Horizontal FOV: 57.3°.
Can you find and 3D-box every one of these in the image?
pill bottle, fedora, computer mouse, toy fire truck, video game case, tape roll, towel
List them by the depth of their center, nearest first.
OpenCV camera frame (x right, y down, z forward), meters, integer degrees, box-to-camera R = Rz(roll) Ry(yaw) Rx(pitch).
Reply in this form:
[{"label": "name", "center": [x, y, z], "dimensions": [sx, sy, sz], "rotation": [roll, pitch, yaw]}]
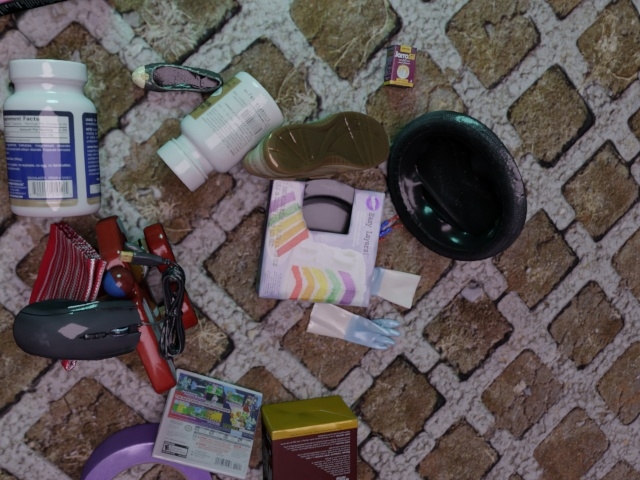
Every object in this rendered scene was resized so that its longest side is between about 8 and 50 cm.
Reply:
[{"label": "computer mouse", "center": [-0.334, 0.106, 0.914], "dimensions": [0.262, 0.060, 0.184], "rotation": [6, 100, -20]}, {"label": "towel", "center": [-0.458, 0.087, 1.042], "dimensions": [0.031, 0.275, 0.198], "rotation": [14, 96, -39]}, {"label": "pill bottle", "center": [-0.476, -0.180, 1.043], "dimensions": [0.153, 0.153, 0.264], "rotation": [-1, 100, -16]}, {"label": "toy fire truck", "center": [-0.336, 0.105, 1.082], "dimensions": [0.169, 0.254, 0.302], "rotation": [-21, 105, -13]}, {"label": "pill bottle", "center": [-0.195, -0.206, 1.133], "dimensions": [0.229, 0.131, 0.131], "rotation": [-42, 108, -6]}, {"label": "video game case", "center": [-0.233, 0.385, 1.232], "dimensions": [0.201, 0.023, 0.183], "rotation": [22, 56, -19]}, {"label": "tape roll", "center": [-0.366, 0.533, 1.236], "dimensions": [0.275, 0.090, 0.274], "rotation": [-3, 100, -17]}, {"label": "fedora", "center": [0.309, -0.127, 1.268], "dimensions": [0.152, 0.334, 0.333], "rotation": [-30, 111, -47]}]

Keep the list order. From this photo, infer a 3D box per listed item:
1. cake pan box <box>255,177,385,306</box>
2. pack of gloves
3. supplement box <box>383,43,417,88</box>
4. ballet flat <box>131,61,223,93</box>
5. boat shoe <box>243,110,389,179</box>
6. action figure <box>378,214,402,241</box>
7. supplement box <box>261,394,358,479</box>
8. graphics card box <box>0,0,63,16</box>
[{"label": "cake pan box", "center": [0.000, 0.000, 1.251], "dimensions": [0.246, 0.070, 0.266], "rotation": [8, 96, -13]}, {"label": "pack of gloves", "center": [0.107, 0.148, 1.333], "dimensions": [0.232, 0.046, 0.195], "rotation": [17, 95, -19]}, {"label": "supplement box", "center": [0.171, -0.373, 1.260], "dimensions": [0.055, 0.043, 0.083], "rotation": [3, 98, -16]}, {"label": "ballet flat", "center": [-0.274, -0.316, 1.133], "dimensions": [0.173, 0.049, 0.057], "rotation": [-2, 99, -16]}, {"label": "boat shoe", "center": [0.000, -0.188, 1.191], "dimensions": [0.341, 0.110, 0.121], "rotation": [-11, 89, -40]}, {"label": "action figure", "center": [0.129, -0.017, 1.320], "dimensions": [0.115, 0.030, 0.038], "rotation": [-29, 111, -8]}, {"label": "supplement box", "center": [-0.028, 0.472, 1.305], "dimensions": [0.192, 0.129, 0.194], "rotation": [-3, 100, -16]}, {"label": "graphics card box", "center": [-0.572, -0.506, 0.989], "dimensions": [0.371, 0.094, 0.232], "rotation": [-19, 105, -12]}]
